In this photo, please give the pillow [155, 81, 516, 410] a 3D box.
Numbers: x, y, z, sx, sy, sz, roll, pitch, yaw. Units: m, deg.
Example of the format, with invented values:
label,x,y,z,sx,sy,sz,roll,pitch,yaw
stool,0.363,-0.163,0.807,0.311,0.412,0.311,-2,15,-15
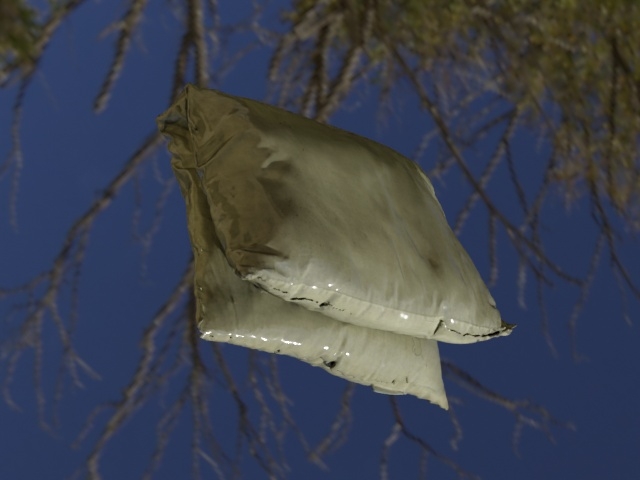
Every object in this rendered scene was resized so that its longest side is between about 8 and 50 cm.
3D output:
label,x,y,z,sx,sy,sz,roll,pitch,yaw
pillow,0.000,0.000,0.741,0.078,0.181,0.134,-38,-126,30
